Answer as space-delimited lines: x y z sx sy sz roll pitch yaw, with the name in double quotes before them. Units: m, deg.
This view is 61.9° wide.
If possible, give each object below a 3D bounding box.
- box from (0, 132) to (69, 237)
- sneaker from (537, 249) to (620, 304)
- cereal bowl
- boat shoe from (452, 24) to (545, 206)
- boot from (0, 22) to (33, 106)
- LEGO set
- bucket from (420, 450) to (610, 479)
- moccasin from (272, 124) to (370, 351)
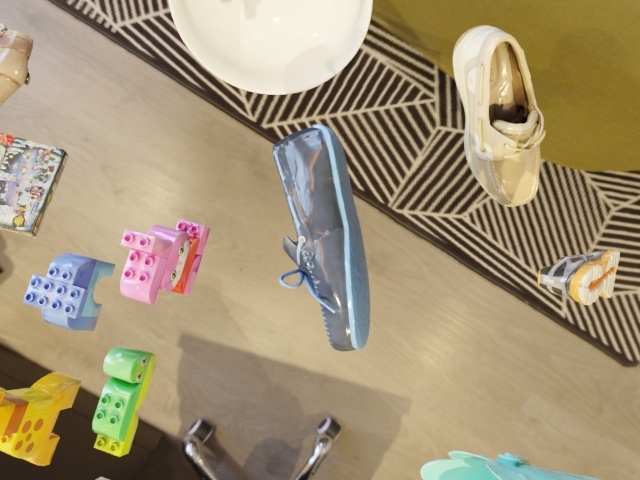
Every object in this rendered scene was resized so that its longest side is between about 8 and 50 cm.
"box" -0.438 -0.080 0.774 0.094 0.027 0.136 14 72 -7
"sneaker" 0.442 0.054 0.900 0.083 0.215 0.084 10 98 43
"cereal bowl" -0.082 -0.431 0.914 0.340 0.141 0.338 -2 138 -2
"boat shoe" 0.283 -0.170 0.810 0.109 0.098 0.302 -24 119 -1
"boot" -0.302 -0.154 0.474 0.119 0.042 0.086 23 85 24
"LEGO set" -0.152 0.082 0.306 0.087 0.093 0.227 14 82 12
"bucket" 0.196 0.335 0.471 0.183 0.281 0.280 11 100 -15
"moccasin" 0.000 0.000 0.820 0.117 0.138 0.341 -11 79 15
